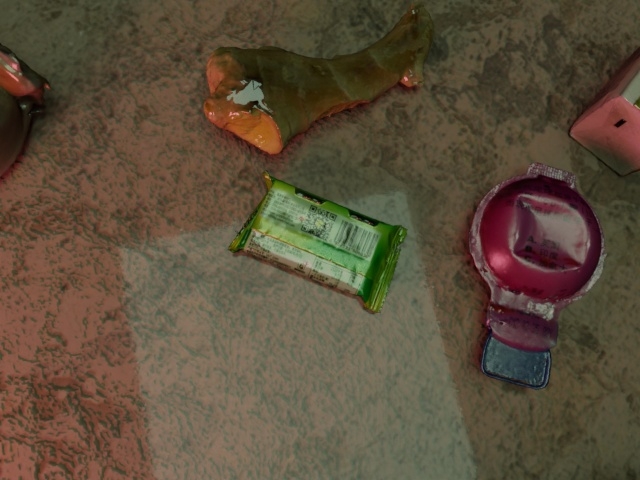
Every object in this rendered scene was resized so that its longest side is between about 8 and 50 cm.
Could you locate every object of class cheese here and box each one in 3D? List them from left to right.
[{"bbox_3d":[0.230,0.033,0.563,0.155,0.062,0.244,14,80,0],"label":"cheese"}]

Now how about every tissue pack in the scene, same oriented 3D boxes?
[{"bbox_3d":[0.383,-0.163,0.589,0.099,0.106,0.148,41,80,5],"label":"tissue pack"}]

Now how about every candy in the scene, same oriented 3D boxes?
[{"bbox_3d":[0.000,0.000,0.568,0.178,0.032,0.102,22,82,-1],"label":"candy"}]

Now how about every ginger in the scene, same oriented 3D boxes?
[{"bbox_3d":[0.005,-0.192,0.586,0.295,0.086,0.131,-28,73,-17],"label":"ginger"}]

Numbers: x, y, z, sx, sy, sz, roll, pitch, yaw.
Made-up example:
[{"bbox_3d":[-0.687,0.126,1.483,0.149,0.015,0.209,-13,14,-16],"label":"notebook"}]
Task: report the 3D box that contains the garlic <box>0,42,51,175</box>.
[{"bbox_3d":[-0.442,-0.139,0.527,0.292,0.210,0.237,-33,117,-14],"label":"garlic"}]
